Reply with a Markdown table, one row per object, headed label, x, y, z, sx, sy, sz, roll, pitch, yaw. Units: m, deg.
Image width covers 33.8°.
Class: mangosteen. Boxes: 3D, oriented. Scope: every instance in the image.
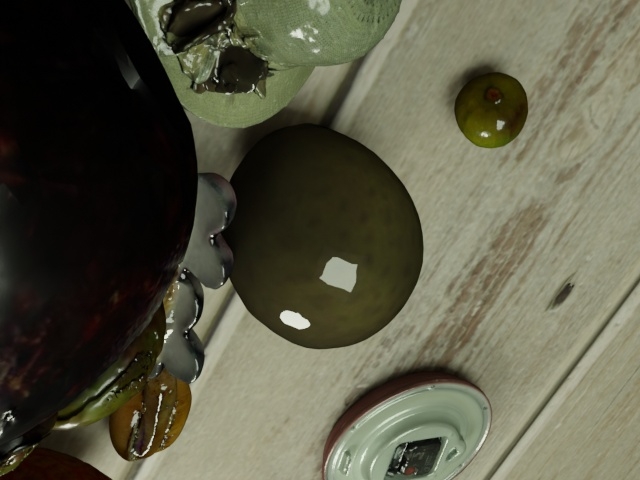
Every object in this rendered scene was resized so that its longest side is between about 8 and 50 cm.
| label | x | y | z | sx | sy | sz | roll | pitch | yaw |
| --- | --- | --- | --- | --- | --- | --- | --- | --- | --- |
| mangosteen | -0.250 | -0.028 | 0.704 | 0.381 | 0.381 | 0.421 | -42 | 143 | 9 |

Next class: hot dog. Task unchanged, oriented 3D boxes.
| label | x | y | z | sx | sy | sz | roll | pitch | yaw |
| --- | --- | --- | --- | --- | --- | --- | --- | --- | --- |
| hot dog | -0.180 | 0.185 | 1.141 | 0.090 | 0.060 | 0.140 | 4 | 121 | -37 |

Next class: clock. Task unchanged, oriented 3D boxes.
| label | x | y | z | sx | sy | sz | roll | pitch | yaw |
| --- | --- | --- | --- | --- | --- | --- | --- | --- | --- |
| clock | 0.114 | 0.268 | 1.376 | 0.244 | 0.056 | 0.244 | -16 | 133 | -18 |

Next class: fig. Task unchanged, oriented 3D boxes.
| label | x | y | z | sx | sy | sz | roll | pitch | yaw |
| --- | --- | --- | --- | --- | --- | --- | --- | --- | --- |
| fig | 0.172 | -0.126 | 1.063 | 0.074 | 0.074 | 0.088 | -26 | 157 | -6 |

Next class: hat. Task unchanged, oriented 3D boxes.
| label | x | y | z | sx | sy | sz | roll | pitch | yaw |
| --- | --- | --- | --- | --- | --- | --- | --- | --- | --- |
| hat | -0.010 | -0.203 | 0.770 | 0.257 | 0.130 | 0.257 | -22 | 118 | -50 |

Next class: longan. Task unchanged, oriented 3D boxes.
| label | x | y | z | sx | sy | sz | roll | pitch | yaw |
| --- | --- | --- | --- | --- | --- | --- | --- | --- | --- |
| longan | 0.000 | 0.000 | 0.989 | 0.196 | 0.196 | 0.220 | -29 | 134 | -4 |

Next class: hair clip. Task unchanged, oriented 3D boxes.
| label | x | y | z | sx | sy | sz | roll | pitch | yaw |
| --- | --- | --- | --- | --- | --- | --- | --- | --- | --- |
| hair clip | -0.147 | 0.026 | 0.967 | 0.075 | 0.146 | 0.257 | -10 | 131 | -49 |

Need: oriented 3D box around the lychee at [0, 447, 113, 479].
| label | x | y | z | sx | sy | sz | roll | pitch | yaw |
| --- | --- | --- | --- | --- | --- | --- | --- | --- | --- |
| lychee | -0.303 | 0.334 | 1.071 | 0.255 | 0.255 | 0.300 | -27 | 110 | -5 |
